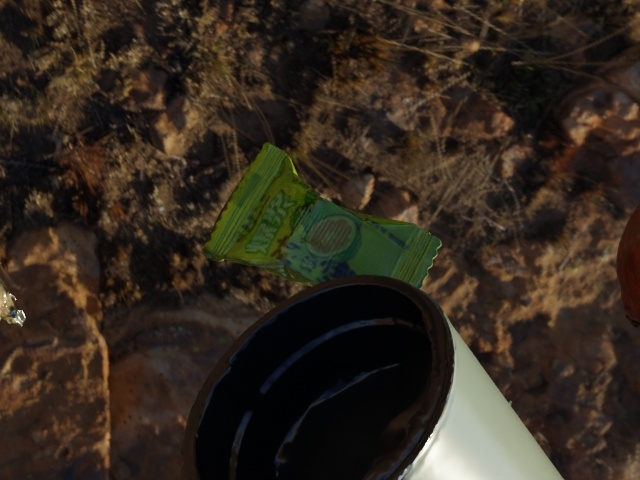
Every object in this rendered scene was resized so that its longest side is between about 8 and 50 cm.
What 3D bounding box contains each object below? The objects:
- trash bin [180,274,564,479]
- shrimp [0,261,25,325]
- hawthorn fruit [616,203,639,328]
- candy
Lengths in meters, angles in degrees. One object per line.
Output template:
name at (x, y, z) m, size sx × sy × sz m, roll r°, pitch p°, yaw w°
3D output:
trash bin at (0.058, 0.188, 0.626) m, size 0.263 × 0.217 × 0.277 m, roll 52°, pitch 44°, yaw -33°
shrimp at (-0.455, 0.017, 1.038) m, size 0.059 × 0.145 × 0.254 m, roll -27°, pitch 150°, yaw -8°
hawthorn fruit at (0.408, 0.027, 0.887) m, size 0.185 × 0.185 × 0.202 m, roll 8°, pitch 136°, yaw -29°
candy at (0.000, 0.000, 0.883) m, size 0.149 × 0.246 × 0.069 m, roll -59°, pitch 166°, yaw -11°
